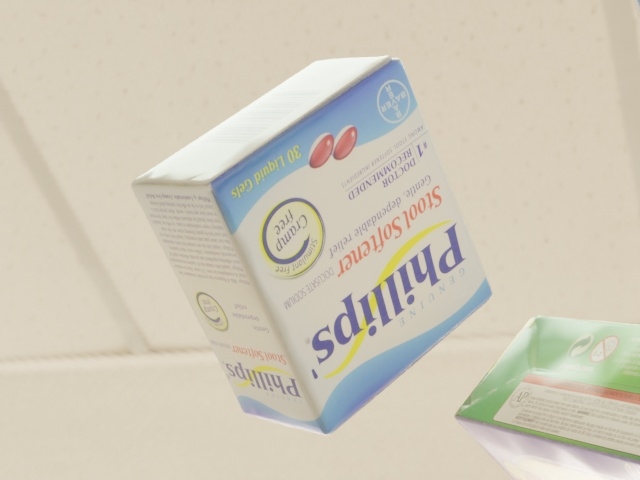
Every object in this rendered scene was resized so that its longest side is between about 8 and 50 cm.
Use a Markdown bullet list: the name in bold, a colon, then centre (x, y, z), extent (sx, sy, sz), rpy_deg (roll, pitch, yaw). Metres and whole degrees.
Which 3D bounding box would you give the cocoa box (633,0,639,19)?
- **cocoa box**: centre (0.325, -0.245, 1.012), extent (0.231, 0.347, 0.228), rpy_deg (-20, -39, 17)

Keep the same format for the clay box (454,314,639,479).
- **clay box**: centre (0.155, 0.117, 0.448), extent (0.222, 0.053, 0.127), rpy_deg (47, -18, -17)

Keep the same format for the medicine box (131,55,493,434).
- **medicine box**: centre (0.000, 0.000, 1.433), extent (0.149, 0.263, 0.289), rpy_deg (5, -54, 53)
